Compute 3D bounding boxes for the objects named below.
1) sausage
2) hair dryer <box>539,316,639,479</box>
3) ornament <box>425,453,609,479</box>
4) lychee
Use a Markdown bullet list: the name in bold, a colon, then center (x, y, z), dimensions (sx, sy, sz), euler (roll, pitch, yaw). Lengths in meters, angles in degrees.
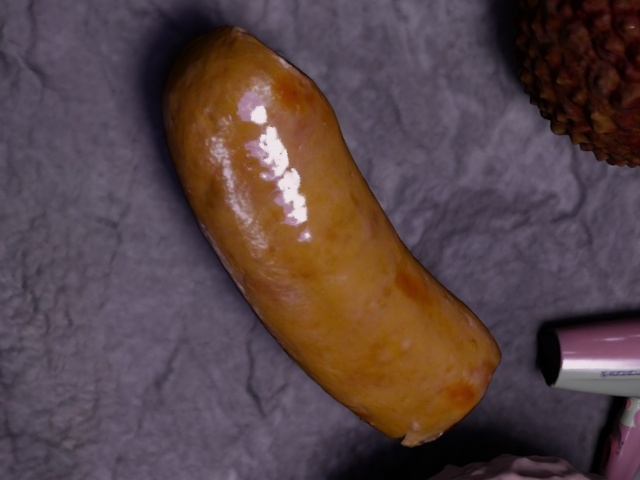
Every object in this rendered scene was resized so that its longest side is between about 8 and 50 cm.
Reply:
- **sausage**: center (-0.001, 0.000, 0.900), dimensions (0.109, 0.109, 0.270), euler (-35, 116, -3)
- **hair dryer**: center (0.191, 0.122, 1.037), dimensions (0.106, 0.054, 0.154), euler (-4, 114, -12)
- **ornament**: center (0.110, 0.253, 0.956), dimensions (0.259, 0.225, 0.259), euler (-6, 110, -16)
- **lychee**: center (0.202, -0.126, 0.877), dimensions (0.188, 0.188, 0.188), euler (-6, 111, -16)
